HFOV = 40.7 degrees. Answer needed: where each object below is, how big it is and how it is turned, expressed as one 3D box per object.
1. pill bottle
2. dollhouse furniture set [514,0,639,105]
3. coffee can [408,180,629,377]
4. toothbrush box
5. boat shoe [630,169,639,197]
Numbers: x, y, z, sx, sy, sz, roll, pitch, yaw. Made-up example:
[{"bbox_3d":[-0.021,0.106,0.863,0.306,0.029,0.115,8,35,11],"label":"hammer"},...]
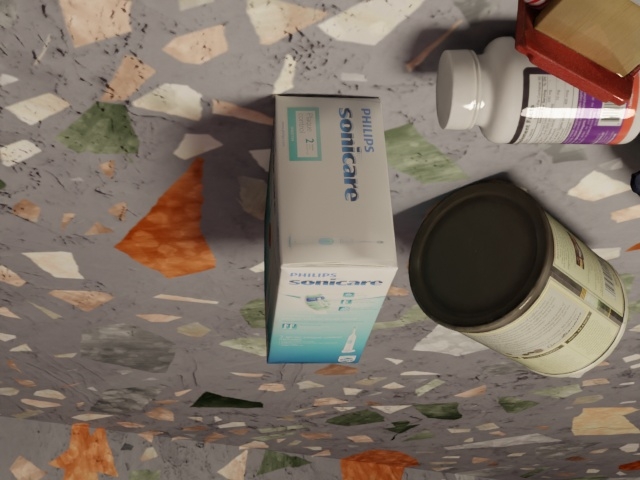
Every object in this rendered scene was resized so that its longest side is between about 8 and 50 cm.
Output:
[{"bbox_3d":[0.219,-0.151,0.871,0.193,0.108,0.108,0,153,-4],"label":"pill bottle"},{"bbox_3d":[0.143,-0.278,0.617,0.374,0.152,0.201,25,146,-14],"label":"dollhouse furniture set"},{"bbox_3d":[0.279,0.063,1.194,0.201,0.201,0.275,-21,148,32],"label":"coffee can"},{"bbox_3d":[0.000,0.000,1.031,0.126,0.216,0.295,1,154,-7],"label":"toothbrush box"},{"bbox_3d":[0.489,-0.051,1.104,0.127,0.158,0.340,-40,167,19],"label":"boat shoe"}]
